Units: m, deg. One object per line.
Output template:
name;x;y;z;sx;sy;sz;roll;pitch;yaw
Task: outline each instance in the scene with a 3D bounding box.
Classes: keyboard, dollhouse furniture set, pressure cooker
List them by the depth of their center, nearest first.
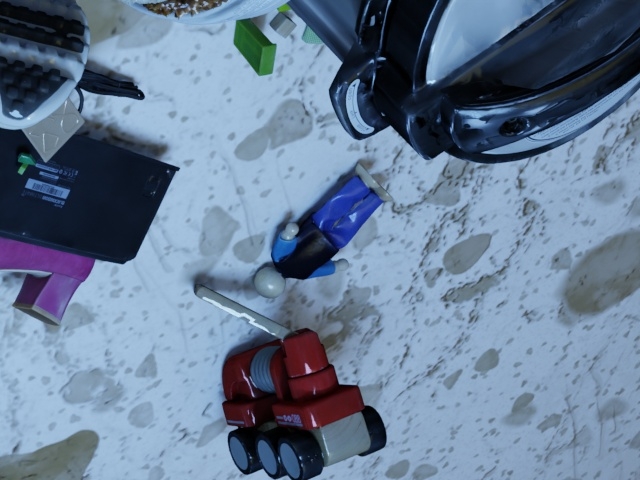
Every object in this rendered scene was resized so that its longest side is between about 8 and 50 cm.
pressure cooker;0.151;-0.275;1.780;0.375;0.420;0.370;-1;128;-42
keyboard;-0.259;-0.091;1.912;0.317;0.033;0.201;17;102;-51
dollhouse furniture set;-0.010;-0.217;2.002;0.151;0.058;0.076;-16;137;-29

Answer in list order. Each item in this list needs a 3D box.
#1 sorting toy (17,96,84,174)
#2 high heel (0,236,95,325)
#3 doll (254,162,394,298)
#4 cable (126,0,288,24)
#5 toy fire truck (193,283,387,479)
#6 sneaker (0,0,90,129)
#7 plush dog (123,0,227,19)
sorting toy;-0.266;-0.103;1.861;0.083;0.012;0.062;-48;145;-16
high heel;-0.320;-0.013;1.950;0.244;0.082;0.117;35;70;-39
doll;0.000;0.000;2.243;0.189;0.046;0.129;-43;142;3
cable;-0.097;-0.314;1.674;0.089;0.257;0.257;-11;97;-58
toy fire truck;-0.061;0.150;2.263;0.158;0.217;0.246;-19;96;-26
sneaker;-0.266;-0.181;1.639;0.110;0.292;0.118;18;127;-25
plush dog;-0.102;-0.281;1.502;0.225;0.210;0.262;-45;153;7
